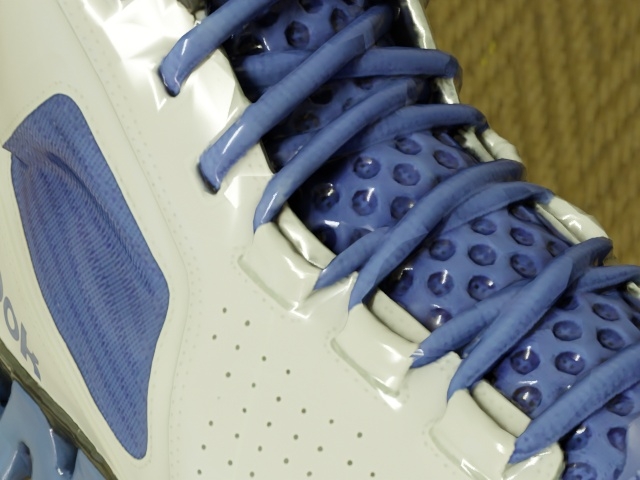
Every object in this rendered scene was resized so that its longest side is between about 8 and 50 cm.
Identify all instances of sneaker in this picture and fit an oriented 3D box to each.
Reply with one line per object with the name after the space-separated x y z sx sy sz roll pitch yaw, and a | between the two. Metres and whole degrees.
-0.001 0.000 0.406 0.127 0.182 0.315 -22 31 -35 | sneaker
